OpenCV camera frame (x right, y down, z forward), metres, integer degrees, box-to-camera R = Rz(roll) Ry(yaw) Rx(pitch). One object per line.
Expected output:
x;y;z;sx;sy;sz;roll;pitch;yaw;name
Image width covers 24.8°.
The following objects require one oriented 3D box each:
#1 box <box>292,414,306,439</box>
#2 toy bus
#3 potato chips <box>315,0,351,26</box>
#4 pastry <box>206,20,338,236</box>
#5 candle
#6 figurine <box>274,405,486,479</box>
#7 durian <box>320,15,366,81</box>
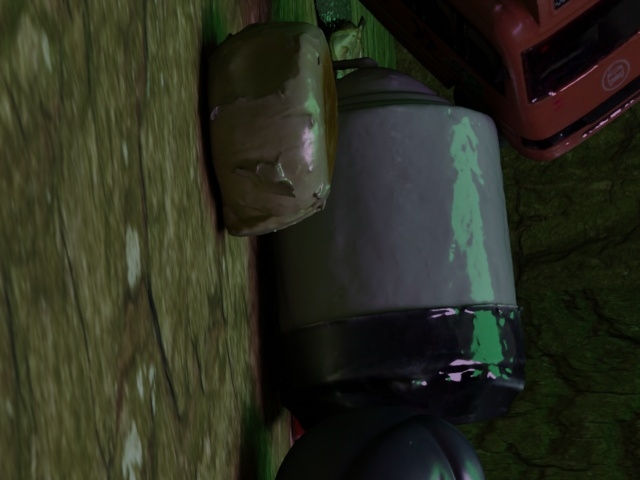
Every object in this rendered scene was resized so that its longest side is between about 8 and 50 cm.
0.005;0.122;1.473;0.229;0.050;0.122;-24;110;-84;box
0.132;-0.288;1.338;0.427;0.203;0.233;49;-8;30;toy bus
0.024;-0.330;1.873;0.228;0.059;0.167;-6;102;-84;potato chips
-0.034;-0.082;1.060;0.166;0.088;0.165;-2;90;-83;pastry
0.059;-0.007;1.269;0.221;0.221;0.342;43;41;-81;candle
0.042;0.258;1.109;0.175;0.197;0.265;9;98;-85;figurine
0.010;-0.196;1.594;0.110;0.071;0.140;72;29;-50;durian
